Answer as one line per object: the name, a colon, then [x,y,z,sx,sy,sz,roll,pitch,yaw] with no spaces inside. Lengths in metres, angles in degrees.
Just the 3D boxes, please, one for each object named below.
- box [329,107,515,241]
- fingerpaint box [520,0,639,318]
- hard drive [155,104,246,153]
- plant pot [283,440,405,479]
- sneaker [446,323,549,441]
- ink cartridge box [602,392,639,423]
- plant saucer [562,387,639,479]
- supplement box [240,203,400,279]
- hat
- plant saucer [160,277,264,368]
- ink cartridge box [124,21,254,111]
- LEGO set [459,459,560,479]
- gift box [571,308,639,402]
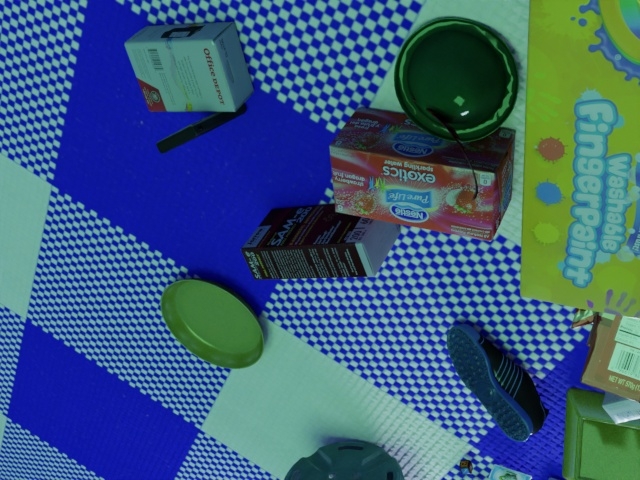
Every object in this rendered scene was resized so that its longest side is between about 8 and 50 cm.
box: [0.154,-0.102,1.373,0.257,0.122,0.128,12,132,21]
fingerpaint box: [0.342,-0.202,1.006,0.163,0.371,0.444,10,132,22]
hard drive: [-0.194,-0.186,1.495,0.094,0.135,0.022,-20,100,40]
plant pot: [0.070,0.632,1.922,0.341,0.341,0.334,3,120,28]
sneaker: [0.314,0.240,1.612,0.081,0.090,0.232,-39,81,46]
ink cartridge box: [0.553,0.220,1.436,0.207,0.097,0.046,-26,110,42]
plant saucer: [0.513,0.362,1.576,0.188,0.045,0.188,7,110,25]
supplement box: [0.000,0.000,1.545,0.240,0.130,0.073,-4,124,31]
hat: [0.168,-0.194,1.211,0.209,0.183,0.173,29,116,13]
plant saucer: [-0.216,0.164,1.876,0.241,0.037,0.241,16,133,18]
ink cartridge box: [-0.209,-0.278,1.470,0.175,0.072,0.127,5,128,27]
LEGO set: [0.389,0.508,1.827,0.244,0.060,0.182,16,128,8]
gift box: [0.485,0.106,1.246,0.255,0.258,0.276,22,109,16]
